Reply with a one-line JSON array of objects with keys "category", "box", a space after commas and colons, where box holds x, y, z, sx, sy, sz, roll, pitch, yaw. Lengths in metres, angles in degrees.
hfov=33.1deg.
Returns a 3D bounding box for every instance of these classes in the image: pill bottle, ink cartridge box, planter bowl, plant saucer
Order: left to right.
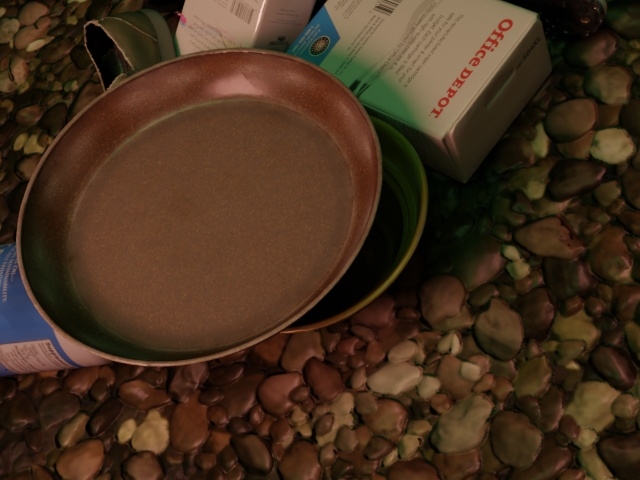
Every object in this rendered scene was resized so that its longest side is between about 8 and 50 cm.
[{"category": "pill bottle", "box": [-0.243, 0.057, 0.984, 0.221, 0.124, 0.124, -9, 58, 18]}, {"category": "plant saucer", "box": [-0.098, -0.028, 0.892, 0.311, 0.050, 0.310, -7, 58, 11]}, {"category": "ink cartridge box", "box": [-0.085, -0.190, 1.066, 0.115, 0.067, 0.198, 40, 120, 36]}, {"category": "planter bowl", "box": [0.000, 0.000, 0.936, 0.217, 0.090, 0.217, -11, 57, 17]}, {"category": "ink cartridge box", "box": [0.088, -0.163, 0.999, 0.203, 0.086, 0.148, 31, 77, 33]}]

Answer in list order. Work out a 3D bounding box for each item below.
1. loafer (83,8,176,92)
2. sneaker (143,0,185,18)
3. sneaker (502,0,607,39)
[{"category": "loafer", "box": [-0.179, -0.116, 1.048, 0.094, 0.087, 0.251, -43, 57, 44]}, {"category": "sneaker", "box": [-0.187, -0.334, 1.209, 0.281, 0.106, 0.162, 16, 71, 29]}, {"category": "sneaker", "box": [0.168, -0.259, 1.028, 0.237, 0.085, 0.086, 26, 66, 29]}]
